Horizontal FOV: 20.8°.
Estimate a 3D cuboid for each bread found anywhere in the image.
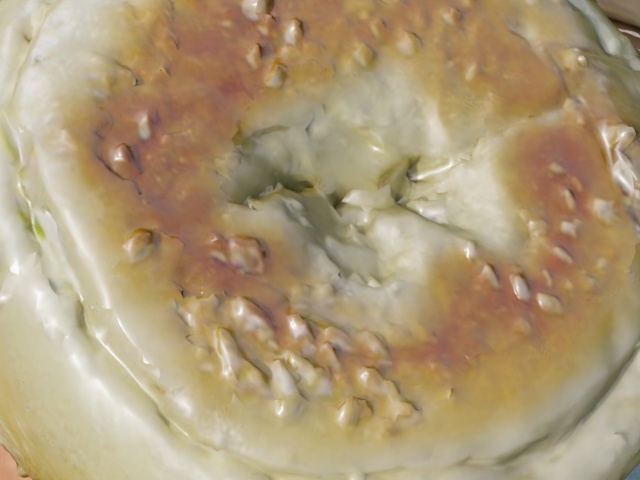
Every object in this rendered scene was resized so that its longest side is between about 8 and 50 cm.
[{"bbox_3d":[0.000,0.000,0.664,0.306,0.159,0.305,10,59,-16],"label":"bread"}]

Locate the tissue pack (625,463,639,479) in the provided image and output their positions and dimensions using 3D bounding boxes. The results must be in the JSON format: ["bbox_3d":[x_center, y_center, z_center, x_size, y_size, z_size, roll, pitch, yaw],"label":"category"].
[{"bbox_3d":[0.247,0.177,1.108,0.206,0.287,0.198,8,59,-59],"label":"tissue pack"}]

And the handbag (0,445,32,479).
[{"bbox_3d":[-0.080,0.131,0.965,0.303,0.116,0.410,-34,70,7],"label":"handbag"}]

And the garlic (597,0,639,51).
[{"bbox_3d":[0.180,-0.129,1.026,0.132,0.279,0.325,-22,54,14],"label":"garlic"}]
